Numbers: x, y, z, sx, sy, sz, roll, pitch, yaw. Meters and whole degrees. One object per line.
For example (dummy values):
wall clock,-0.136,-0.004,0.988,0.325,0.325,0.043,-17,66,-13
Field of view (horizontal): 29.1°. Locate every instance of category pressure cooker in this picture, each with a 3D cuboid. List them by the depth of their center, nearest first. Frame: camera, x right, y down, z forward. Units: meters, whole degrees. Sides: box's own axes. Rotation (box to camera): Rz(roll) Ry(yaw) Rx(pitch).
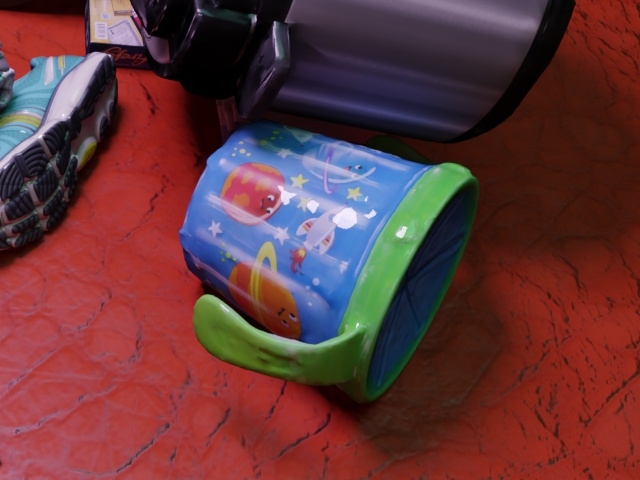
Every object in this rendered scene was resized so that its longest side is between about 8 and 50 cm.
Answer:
pressure cooker,-0.004,-0.304,1.189,0.420,0.376,0.370,8,14,-24

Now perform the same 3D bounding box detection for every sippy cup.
sippy cup,0.000,0.000,1.161,0.224,0.240,0.305,27,5,17

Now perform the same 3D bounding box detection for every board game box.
board game box,-0.191,-0.305,1.427,0.165,0.042,0.243,3,60,-17

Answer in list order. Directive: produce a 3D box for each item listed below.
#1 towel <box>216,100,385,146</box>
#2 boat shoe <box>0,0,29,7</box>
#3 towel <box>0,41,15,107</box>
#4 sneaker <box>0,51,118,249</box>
towel,-0.029,-0.179,1.375,0.209,0.034,0.285,6,59,-28
boat shoe,-0.281,-0.322,1.347,0.223,0.080,0.073,-15,65,14
towel,-0.455,-0.149,1.130,0.235,0.121,0.283,25,46,28
sneaker,-0.293,-0.093,1.222,0.110,0.107,0.275,8,42,13
